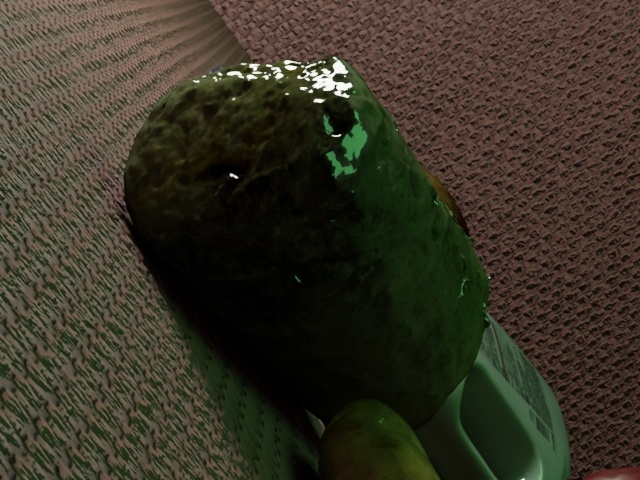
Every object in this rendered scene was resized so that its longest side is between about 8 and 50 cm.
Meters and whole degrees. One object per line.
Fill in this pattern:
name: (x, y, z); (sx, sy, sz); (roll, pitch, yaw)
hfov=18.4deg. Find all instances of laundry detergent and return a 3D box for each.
laundry detergent: (0.114, 0.129, 2.015); (0.398, 0.124, 0.264); (49, 24, -36)

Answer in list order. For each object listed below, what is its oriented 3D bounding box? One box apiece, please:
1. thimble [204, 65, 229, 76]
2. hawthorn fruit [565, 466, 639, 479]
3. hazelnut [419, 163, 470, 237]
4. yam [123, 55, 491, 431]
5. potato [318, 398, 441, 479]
thimble: (-0.104, -0.139, 2.148); (0.095, 0.066, 0.104); (54, 2, -22)
hawthorn fruit: (0.272, 0.312, 1.503); (0.311, 0.295, 0.295); (48, 8, -43)
hazelnut: (0.035, 0.025, 1.770); (0.208, 0.208, 0.208); (54, 5, -6)
yam: (0.000, 0.000, 1.430); (0.300, 0.195, 0.195); (51, 6, -49)
potato: (0.042, 0.168, 1.324); (0.107, 0.080, 0.170); (45, 5, -22)
